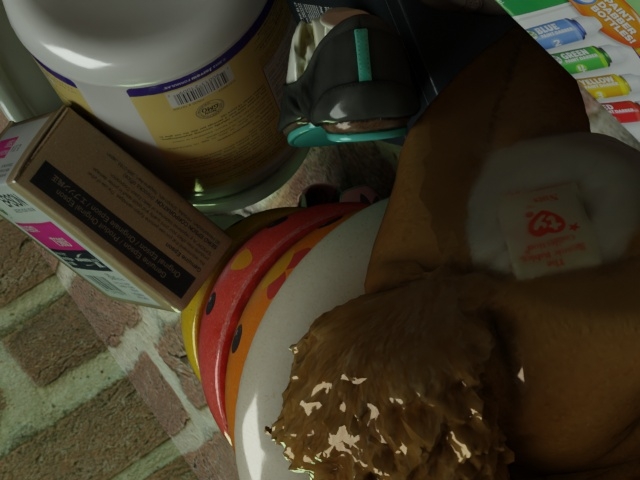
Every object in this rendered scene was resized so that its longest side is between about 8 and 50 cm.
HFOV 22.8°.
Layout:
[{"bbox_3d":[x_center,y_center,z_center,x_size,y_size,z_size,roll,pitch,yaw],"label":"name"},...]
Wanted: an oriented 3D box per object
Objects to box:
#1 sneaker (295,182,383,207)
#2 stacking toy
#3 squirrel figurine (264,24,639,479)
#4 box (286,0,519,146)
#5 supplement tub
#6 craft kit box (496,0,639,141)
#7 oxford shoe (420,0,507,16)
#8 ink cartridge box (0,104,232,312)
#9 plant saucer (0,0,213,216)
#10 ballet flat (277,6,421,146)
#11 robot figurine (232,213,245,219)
[{"bbox_3d":[0.000,0.000,1.706,0.319,0.112,0.131,-1,106,61],"label":"sneaker"},{"bbox_3d":[-0.021,0.084,1.464,0.480,0.350,0.351,23,142,54],"label":"stacking toy"},{"bbox_3d":[0.148,0.128,1.100,0.281,0.397,0.370,32,154,34],"label":"squirrel figurine"},{"bbox_3d":[0.053,-0.204,1.222,0.184,0.103,0.261,26,145,59],"label":"box"},{"bbox_3d":[-0.128,-0.181,1.435,0.241,0.241,0.331,47,172,23],"label":"supplement tub"},{"bbox_3d":[0.219,-0.131,0.814,0.250,0.061,0.246,40,150,-21],"label":"craft kit box"},{"bbox_3d":[0.167,-0.216,0.963,0.132,0.130,0.363,28,165,-25],"label":"oxford shoe"},{"bbox_3d":[-0.210,-0.026,1.457,0.193,0.088,0.234,38,167,-18],"label":"ink cartridge box"},{"bbox_3d":[-0.220,-0.185,1.728,0.400,0.100,0.400,46,-157,-26],"label":"plant saucer"},{"bbox_3d":[0.022,-0.118,1.142,0.280,0.095,0.096,-168,71,-81],"label":"ballet flat"},{"bbox_3d":[-0.101,0.060,2.043,0.291,0.085,0.211,25,145,56],"label":"robot figurine"}]
